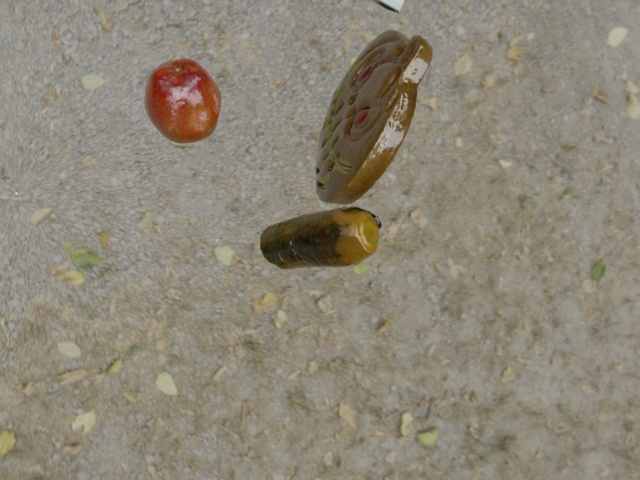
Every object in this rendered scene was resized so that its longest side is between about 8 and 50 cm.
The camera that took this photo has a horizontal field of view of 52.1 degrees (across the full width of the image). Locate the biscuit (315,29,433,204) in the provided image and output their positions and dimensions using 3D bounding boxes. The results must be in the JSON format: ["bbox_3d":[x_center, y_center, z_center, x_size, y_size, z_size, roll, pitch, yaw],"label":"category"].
[{"bbox_3d":[0.089,-0.262,1.291,0.070,0.350,0.394,25,39,-20],"label":"biscuit"}]

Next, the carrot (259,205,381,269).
[{"bbox_3d":[0.000,0.000,0.891,0.082,0.173,0.082,15,69,-46],"label":"carrot"}]

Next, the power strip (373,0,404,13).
[{"bbox_3d":[0.057,-0.274,0.719,0.083,0.027,0.017,19,102,-31],"label":"power strip"}]

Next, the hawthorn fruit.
[{"bbox_3d":[-0.232,-0.239,1.112,0.133,0.138,0.132,-2,58,3],"label":"hawthorn fruit"}]
